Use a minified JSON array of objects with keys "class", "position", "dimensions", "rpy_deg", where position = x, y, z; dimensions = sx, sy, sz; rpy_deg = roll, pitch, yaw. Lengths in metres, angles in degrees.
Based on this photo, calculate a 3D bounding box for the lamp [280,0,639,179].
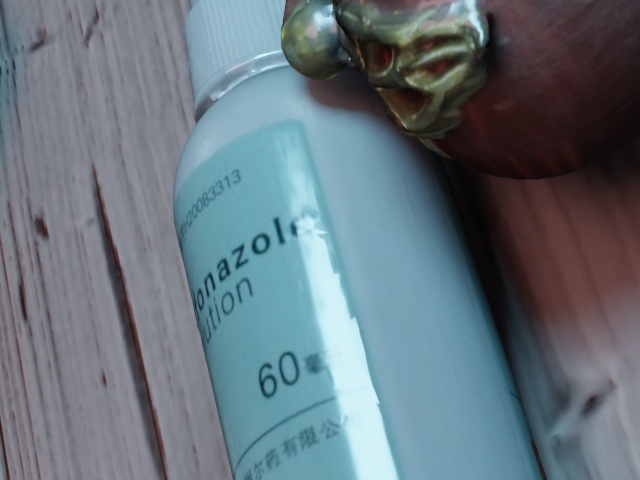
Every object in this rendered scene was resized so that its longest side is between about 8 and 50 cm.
[{"class":"lamp","position":[0.090,-0.098,0.600],"dimensions":[0.223,0.151,0.215],"rpy_deg":[-38,57,28]}]

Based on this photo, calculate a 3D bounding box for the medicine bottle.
[{"class":"medicine bottle","position":[0.000,0.000,0.686],"dimensions":[0.110,0.110,0.352],"rpy_deg":[-37,54,31]}]
